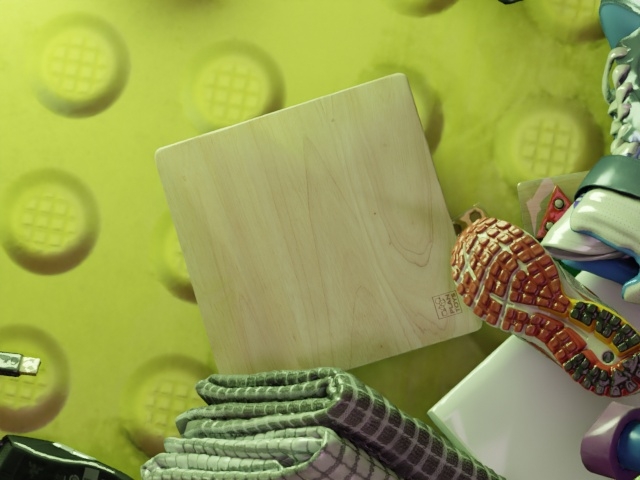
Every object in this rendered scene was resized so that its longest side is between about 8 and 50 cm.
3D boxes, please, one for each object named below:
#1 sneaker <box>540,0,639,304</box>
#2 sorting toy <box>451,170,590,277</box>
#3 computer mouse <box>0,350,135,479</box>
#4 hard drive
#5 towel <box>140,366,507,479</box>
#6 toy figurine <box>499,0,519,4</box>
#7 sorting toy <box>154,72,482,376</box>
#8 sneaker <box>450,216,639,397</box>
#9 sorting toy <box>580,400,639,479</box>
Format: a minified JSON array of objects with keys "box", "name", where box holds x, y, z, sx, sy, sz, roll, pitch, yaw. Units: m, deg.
[{"box":[0.283,-0.086,1.801,0.236,0.130,0.323,-28,61,-10],"name":"sneaker"},{"box":[0.258,-0.002,1.896,0.274,0.046,0.132,-9,86,5],"name":"sorting toy"},{"box":[-0.274,0.208,1.926,0.262,0.060,0.184,10,92,17],"name":"computer mouse"},{"box":[0.286,0.134,1.817,0.318,0.040,0.210,-41,86,-13],"name":"hard drive"},{"box":[0.012,0.213,1.759,0.235,0.283,0.121,34,65,-29],"name":"towel"},{"box":[0.161,-0.348,1.842,0.209,0.148,0.213,-54,43,-3],"name":"toy figurine"},{"box":[0.000,0.000,1.895,0.255,0.089,0.257,-17,86,4],"name":"sorting toy"},{"box":[0.208,0.067,1.765,0.225,0.092,0.088,44,96,21],"name":"sneaker"},{"box":[0.362,0.269,1.729,0.126,0.365,0.127,12,61,44],"name":"sorting toy"}]
